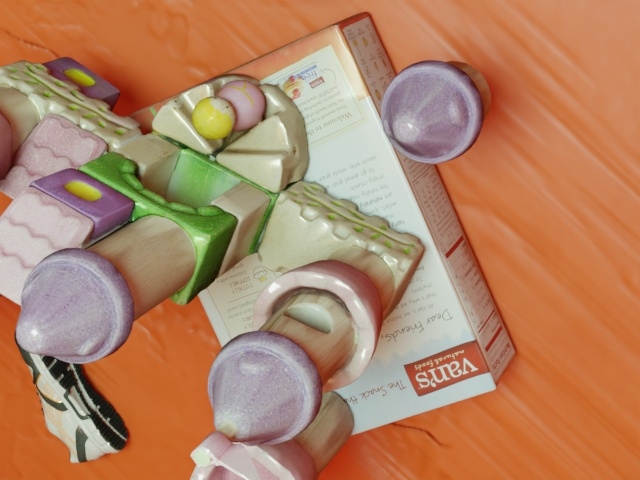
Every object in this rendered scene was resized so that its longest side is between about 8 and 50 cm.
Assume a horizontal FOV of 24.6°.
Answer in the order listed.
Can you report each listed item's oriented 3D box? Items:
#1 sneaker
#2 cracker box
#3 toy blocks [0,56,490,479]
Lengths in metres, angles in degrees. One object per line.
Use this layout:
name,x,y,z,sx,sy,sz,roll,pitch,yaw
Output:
sneaker,-0.178,0.105,0.990,0.044,0.040,0.109,-30,94,25
cracker box,0.000,0.000,0.887,0.156,0.067,0.232,-21,97,23
toy blocks,-0.093,-0.014,0.736,0.289,0.260,0.309,29,113,11
